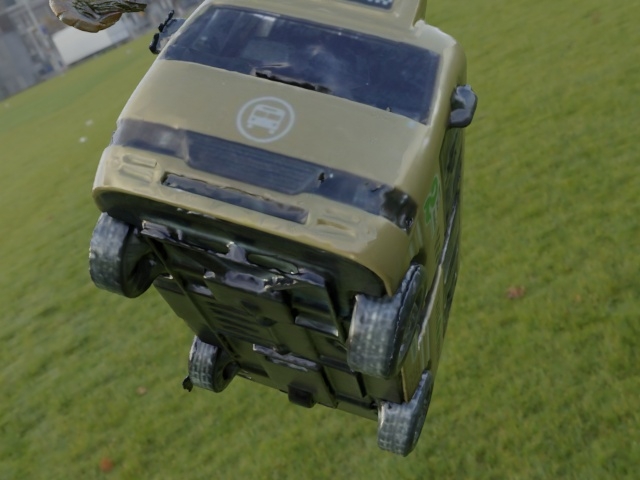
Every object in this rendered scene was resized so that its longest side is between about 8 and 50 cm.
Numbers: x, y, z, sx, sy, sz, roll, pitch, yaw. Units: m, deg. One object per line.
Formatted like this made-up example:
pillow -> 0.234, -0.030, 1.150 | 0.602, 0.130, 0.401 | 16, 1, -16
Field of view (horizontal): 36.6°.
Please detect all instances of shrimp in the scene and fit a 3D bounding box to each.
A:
shrimp -> -0.240, -0.248, 1.049 | 0.108, 0.059, 0.023 | 3, -28, -30

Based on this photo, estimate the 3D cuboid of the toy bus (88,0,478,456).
toy bus -> 0.000, 0.000, 0.612 | 0.177, 0.365, 0.202 | 16, 71, 13
